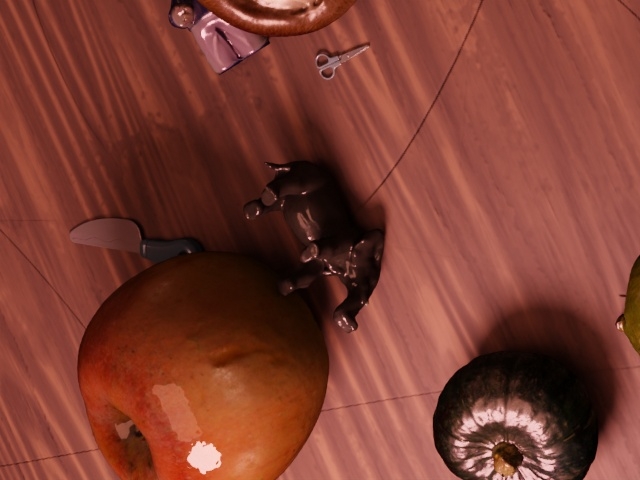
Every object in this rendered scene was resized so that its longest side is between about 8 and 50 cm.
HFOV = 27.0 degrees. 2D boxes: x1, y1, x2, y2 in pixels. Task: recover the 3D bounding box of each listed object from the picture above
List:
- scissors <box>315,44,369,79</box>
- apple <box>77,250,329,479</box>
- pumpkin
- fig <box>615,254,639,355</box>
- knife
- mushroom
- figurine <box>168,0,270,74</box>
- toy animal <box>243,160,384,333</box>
[{"bbox_3d":[0.030,-0.237,1.740,0.083,0.006,0.036,-20,97,31],"label":"scissors"},{"bbox_3d":[-0.150,0.186,1.794,0.338,0.305,0.339,30,137,34],"label":"apple"},{"bbox_3d":[0.245,0.239,1.683,0.211,0.152,0.212,12,116,27],"label":"pumpkin"},{"bbox_3d":[0.432,0.092,1.546,0.203,0.203,0.235,49,150,7],"label":"fig"},{"bbox_3d":[-0.277,-0.001,1.969,0.244,0.032,0.058,14,114,29],"label":"knife"},{"bbox_3d":[-0.052,-0.371,1.643,0.253,0.153,0.253,0,110,0],"label":"mushroom"},{"bbox_3d":[-0.182,-0.347,1.752,0.193,0.133,0.274,-5,107,18],"label":"figurine"},{"bbox_3d":[0.005,0.000,1.745,0.114,0.146,0.245,-16,96,37],"label":"toy animal"}]
